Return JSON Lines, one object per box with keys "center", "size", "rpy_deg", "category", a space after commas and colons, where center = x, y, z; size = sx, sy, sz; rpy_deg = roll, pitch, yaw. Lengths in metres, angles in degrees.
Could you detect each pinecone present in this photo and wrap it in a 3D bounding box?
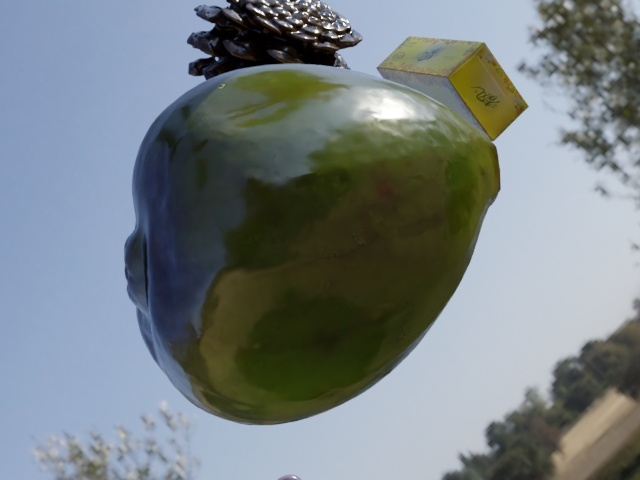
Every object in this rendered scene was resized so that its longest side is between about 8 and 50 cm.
{"center": [-0.062, -0.207, 1.388], "size": [0.208, 0.208, 0.208], "rpy_deg": [-41, -16, -14], "category": "pinecone"}

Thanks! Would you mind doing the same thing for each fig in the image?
{"center": [0.000, 0.000, 0.695], "size": [0.225, 0.203, 0.203], "rpy_deg": [-13, -25, -13], "category": "fig"}

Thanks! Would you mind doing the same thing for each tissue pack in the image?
{"center": [0.145, -0.173, 1.367], "size": [0.062, 0.095, 0.176], "rpy_deg": [-43, 25, -9], "category": "tissue pack"}

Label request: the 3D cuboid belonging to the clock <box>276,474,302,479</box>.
{"center": [-0.019, 0.398, 1.672], "size": [0.110, 0.153, 0.050], "rpy_deg": [-60, 14, 3], "category": "clock"}
